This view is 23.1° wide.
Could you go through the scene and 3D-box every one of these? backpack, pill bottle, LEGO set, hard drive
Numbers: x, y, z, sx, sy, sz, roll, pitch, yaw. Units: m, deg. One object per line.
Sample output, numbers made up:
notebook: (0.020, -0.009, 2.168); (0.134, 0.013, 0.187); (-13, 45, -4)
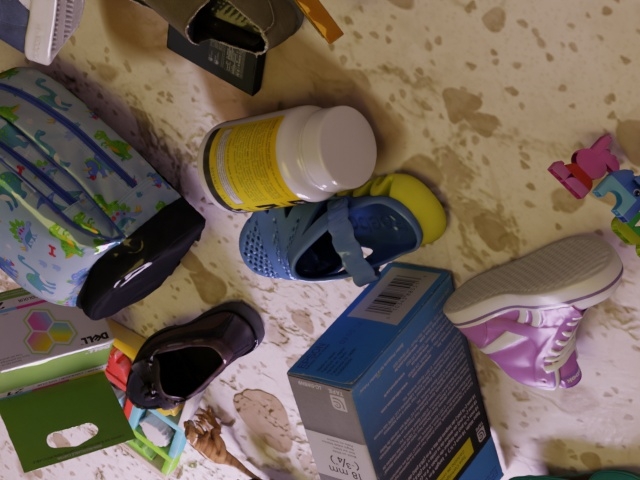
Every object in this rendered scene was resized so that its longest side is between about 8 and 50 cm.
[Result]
backpack: (-0.367, -0.069, 2.135); (0.355, 0.273, 0.290); (58, 149, 5)
pill bottle: (-0.041, -0.100, 1.893); (0.208, 0.119, 0.119); (-7, 118, 45)
LEGO set: (0.361, -0.032, 1.640); (0.227, 0.093, 0.087); (44, 172, -6)
hard drive: (-0.128, -0.245, 1.920); (0.135, 0.022, 0.094); (31, 139, 17)

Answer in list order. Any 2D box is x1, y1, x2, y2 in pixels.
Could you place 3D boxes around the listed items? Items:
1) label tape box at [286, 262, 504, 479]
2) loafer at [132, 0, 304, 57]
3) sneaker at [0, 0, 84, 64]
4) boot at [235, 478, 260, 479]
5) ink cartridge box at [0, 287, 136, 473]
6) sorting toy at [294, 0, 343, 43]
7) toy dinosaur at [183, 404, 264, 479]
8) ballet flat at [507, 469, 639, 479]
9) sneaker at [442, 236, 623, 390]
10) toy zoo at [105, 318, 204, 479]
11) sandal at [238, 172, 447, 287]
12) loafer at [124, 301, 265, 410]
label tape box: (0.101, 0.234, 1.963); (0.106, 0.240, 0.333); (8, 128, 36)
loafer: (-0.146, -0.284, 1.810); (0.251, 0.087, 0.094); (19, 137, 7)
sneaker: (-0.337, -0.355, 1.774); (0.148, 0.131, 0.350); (26, 134, 2)
boot: (-0.037, 0.415, 2.354); (0.198, 0.077, 0.137); (-12, 126, 45)
ink cartridge box: (-0.396, 0.194, 2.332); (0.255, 0.189, 0.097); (60, 149, 27)
sorting toy: (-0.070, -0.348, 1.685); (0.307, 0.041, 0.229); (52, -177, -9)
toy dinosaur: (-0.160, 0.321, 2.394); (0.211, 0.064, 0.112); (38, -161, -46)
ballet flat: (0.345, 0.337, 1.983); (0.247, 0.083, 0.087); (-5, 144, 44)
sneaker: (0.281, 0.092, 1.806); (0.161, 0.102, 0.282); (50, 152, -11)
toy zoo: (-0.284, 0.243, 2.475); (0.192, 0.030, 0.293); (35, 139, 12)
sandal: (0.000, 0.000, 1.934); (0.317, 0.138, 0.126); (-13, 116, 48)
loafer: (-0.204, 0.181, 2.273); (0.109, 0.095, 0.302); (50, 132, -8)
